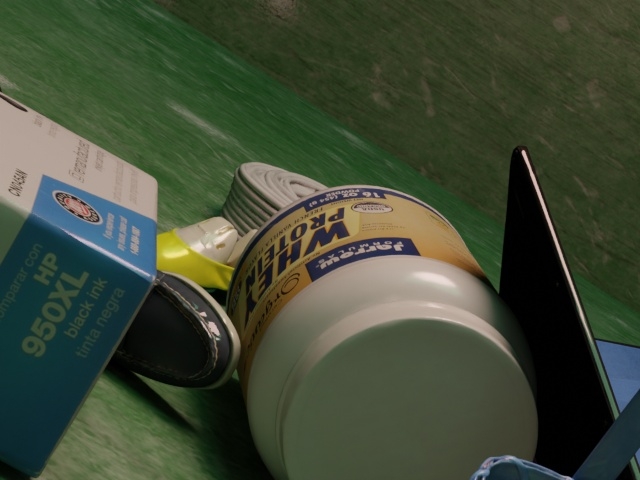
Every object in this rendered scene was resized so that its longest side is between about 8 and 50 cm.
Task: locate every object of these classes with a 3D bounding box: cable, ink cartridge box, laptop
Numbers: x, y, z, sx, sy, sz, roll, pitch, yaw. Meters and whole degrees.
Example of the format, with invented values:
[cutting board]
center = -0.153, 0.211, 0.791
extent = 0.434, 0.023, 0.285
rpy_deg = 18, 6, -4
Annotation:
[cable]
center = 0.000, 0.000, 2.173
extent = 0.257, 0.089, 0.257
rpy_deg = 31, 12, -1
[ink cartridge box]
center = -0.319, -0.039, 1.261
extent = 0.395, 0.166, 0.285
rpy_deg = 29, 11, -12
[laptop]
center = 0.301, 0.172, 1.468
extent = 0.408, 0.236, 0.382
rpy_deg = 86, -10, -54

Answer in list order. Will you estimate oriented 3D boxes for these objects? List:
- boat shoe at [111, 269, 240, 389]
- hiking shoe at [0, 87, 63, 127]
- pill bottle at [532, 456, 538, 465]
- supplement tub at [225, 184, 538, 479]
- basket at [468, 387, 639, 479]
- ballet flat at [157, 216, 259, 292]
[boat shoe]
center = -0.177, 0.041, 1.485
extent = 0.254, 0.095, 0.079
rpy_deg = 36, 10, 24
[hiking shoe]
center = -0.302, -0.086, 1.707
extent = 0.227, 0.086, 0.114
rpy_deg = 50, -31, -17
[pill bottle]
center = 0.225, 0.234, 1.708
extent = 0.108, 0.108, 0.193
rpy_deg = 25, 13, -34
[supplement tub]
center = 0.047, 0.099, 1.496
extent = 0.228, 0.228, 0.316
rpy_deg = 29, 11, -16
[basket]
center = 0.173, 0.217, 1.074
extent = 0.201, 0.289, 0.255
rpy_deg = 21, 35, -13
[ballet flat]
center = -0.096, 0.018, 1.854
extent = 0.231, 0.077, 0.077
rpy_deg = 21, 16, -44
